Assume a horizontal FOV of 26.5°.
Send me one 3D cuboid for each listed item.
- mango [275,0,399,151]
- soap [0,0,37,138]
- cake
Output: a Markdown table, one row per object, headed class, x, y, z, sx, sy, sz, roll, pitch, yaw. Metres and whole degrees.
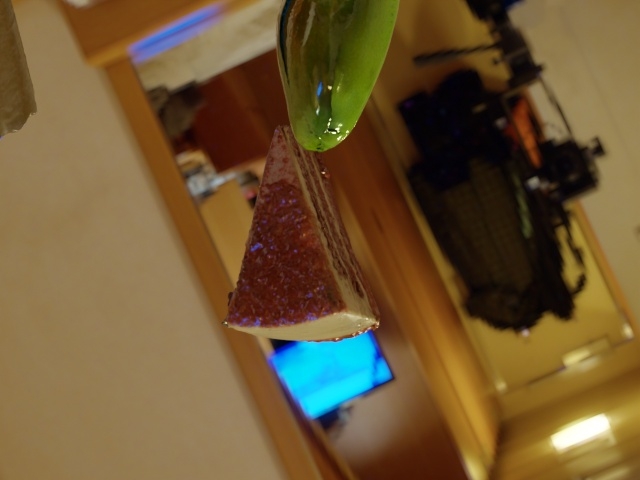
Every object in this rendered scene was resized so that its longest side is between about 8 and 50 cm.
| class | x | y | z | sx | sy | sz | roll | pitch | yaw |
| --- | --- | --- | --- | --- | --- | --- | --- | --- | --- |
| mango | 0.011 | -0.210 | 1.450 | 0.111 | 0.233 | 0.125 | 10 | -170 | -38 |
| soap | -0.403 | -0.185 | 1.093 | 0.293 | 0.156 | 0.335 | -27 | 141 | -23 |
| cake | 0.000 | 0.000 | 1.649 | 0.160 | 0.262 | 0.158 | 12 | 177 | 20 |
